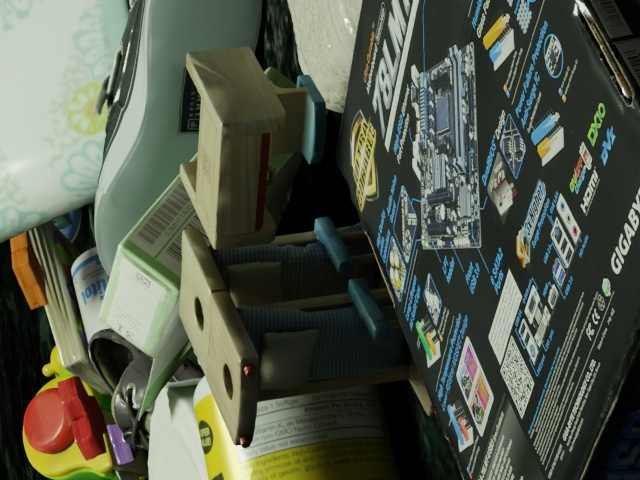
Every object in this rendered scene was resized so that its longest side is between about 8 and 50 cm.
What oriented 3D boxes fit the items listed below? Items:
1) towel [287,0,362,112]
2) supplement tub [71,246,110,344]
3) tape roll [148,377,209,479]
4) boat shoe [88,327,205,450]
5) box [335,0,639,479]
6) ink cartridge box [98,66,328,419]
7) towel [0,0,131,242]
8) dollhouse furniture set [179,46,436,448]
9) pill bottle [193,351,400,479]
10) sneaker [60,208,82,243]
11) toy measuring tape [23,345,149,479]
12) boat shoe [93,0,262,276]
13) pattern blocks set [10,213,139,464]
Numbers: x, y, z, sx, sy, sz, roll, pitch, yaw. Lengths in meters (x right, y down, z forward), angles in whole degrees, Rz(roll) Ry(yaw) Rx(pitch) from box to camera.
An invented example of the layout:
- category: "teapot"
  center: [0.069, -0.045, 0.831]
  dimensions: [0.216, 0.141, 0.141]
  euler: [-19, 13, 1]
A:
- category: "towel"
  center: [0.007, -0.230, 1.101]
  dimensions: [0.187, 0.049, 0.282]
  euler: [138, 122, -71]
- category: "supplement tub"
  center: [-0.197, 0.064, 1.888]
  dimensions: [0.071, 0.071, 0.107]
  euler: [106, 151, -54]
- category: "tape roll"
  center: [-0.044, 0.238, 1.408]
  dimensions: [0.286, 0.100, 0.286]
  euler: [172, 90, -74]
- category: "boat shoe"
  center: [-0.132, 0.140, 1.665]
  dimensions: [0.285, 0.092, 0.103]
  euler: [-131, 36, -62]
- category: "box"
  center: [0.094, -0.032, 0.861]
  dimensions: [0.295, 0.073, 0.293]
  euler: [101, 156, -48]
- category: "ink cartridge box"
  center: [-0.081, 0.007, 1.324]
  dimensions: [0.056, 0.171, 0.235]
  euler: [36, 153, 3]
- category: "towel"
  center: [-0.277, -0.178, 1.668]
  dimensions: [0.090, 0.320, 0.374]
  euler: [28, -137, -57]
- category: "dollhouse furniture set"
  center: [0.000, 0.000, 1.090]
  dimensions: [0.129, 0.129, 0.184]
  euler: [-118, 26, -49]
- category: "pill bottle"
  center: [-0.013, 0.133, 1.218]
  dimensions: [0.119, 0.119, 0.208]
  euler: [123, 137, -66]
- category: "sneaker"
  center: [-0.294, -0.081, 2.127]
  dimensions: [0.081, 0.080, 0.211]
  euler: [-120, 26, -59]
- category: "toy measuring tape"
  center: [-0.238, 0.251, 2.026]
  dimensions: [0.121, 0.121, 0.330]
  euler: [106, 150, -54]
- category: "boat shoe"
  center: [-0.114, -0.106, 1.458]
  dimensions: [0.105, 0.113, 0.306]
  euler: [-108, 20, -51]
- category: "pattern blocks set"
  center: [-0.244, 0.067, 1.945]
  dimensions: [0.285, 0.026, 0.325]
  euler: [45, -155, -79]
